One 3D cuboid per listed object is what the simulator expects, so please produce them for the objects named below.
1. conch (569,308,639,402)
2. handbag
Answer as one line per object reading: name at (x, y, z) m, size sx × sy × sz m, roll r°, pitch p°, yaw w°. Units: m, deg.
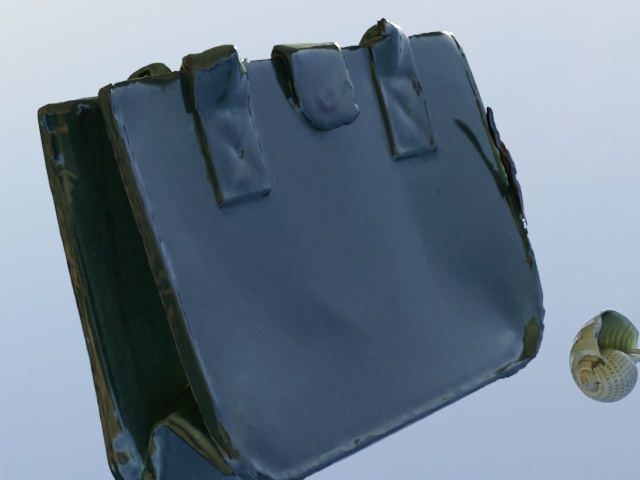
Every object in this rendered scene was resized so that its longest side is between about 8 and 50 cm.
conch at (0.245, 0.101, 1.341) m, size 0.057 × 0.076 × 0.085 m, roll -24°, pitch 180°, yaw 31°
handbag at (0.001, 0.001, 0.893) m, size 0.089 × 0.238 × 0.326 m, roll -13°, pitch -177°, yaw 41°
